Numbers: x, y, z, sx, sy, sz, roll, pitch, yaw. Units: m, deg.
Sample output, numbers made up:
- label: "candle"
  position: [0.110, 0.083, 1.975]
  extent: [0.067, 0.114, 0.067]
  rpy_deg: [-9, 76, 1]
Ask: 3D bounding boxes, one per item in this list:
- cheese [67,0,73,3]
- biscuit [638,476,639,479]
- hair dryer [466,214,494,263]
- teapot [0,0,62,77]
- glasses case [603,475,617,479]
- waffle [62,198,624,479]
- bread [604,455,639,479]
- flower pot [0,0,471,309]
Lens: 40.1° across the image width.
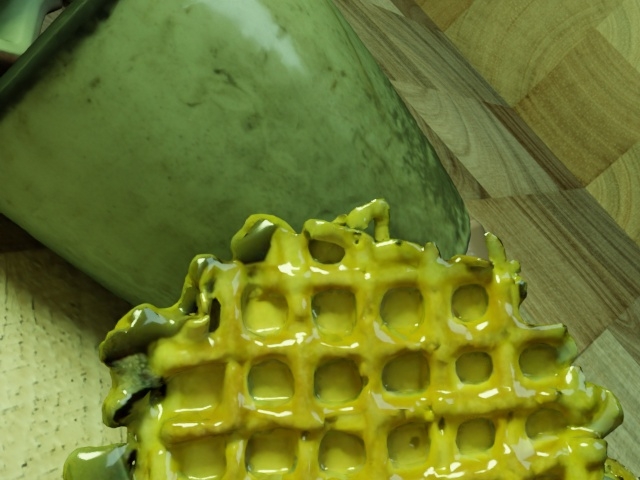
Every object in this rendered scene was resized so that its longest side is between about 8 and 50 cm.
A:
- label: "cheese"
  position: [-0.322, -0.320, 0.976]
  extent: [0.192, 0.037, 0.097]
  rpy_deg: [22, 31, -42]
- label: "biscuit"
  position: [0.472, 0.436, 1.010]
  extent: [0.107, 0.073, 0.388]
  rpy_deg: [34, 26, -28]
- label: "hair dryer"
  position: [0.105, 0.089, 0.766]
  extent: [0.211, 0.125, 0.352]
  rpy_deg: [70, 15, 5]
- label: "teapot"
  position: [-0.310, -0.281, 0.690]
  extent: [0.312, 0.233, 0.315]
  rpy_deg: [-49, 123, -74]
- label: "glasses case"
  position: [0.181, 0.227, 0.635]
  extent: [0.083, 0.128, 0.308]
  rpy_deg: [1, -4, -10]
- label: "waffle"
  position: [0.015, 0.123, 0.521]
  extent: [0.329, 0.329, 0.062]
  rpy_deg: [47, -6, 5]
- label: "bread"
  position: [0.316, 0.314, 0.911]
  extent: [0.065, 0.103, 0.187]
  rpy_deg: [15, 32, -53]
- label: "flower pot"
  position: [-0.070, -0.056, 0.678]
  extent: [0.330, 0.293, 0.294]
  rpy_deg: [46, 22, -19]
